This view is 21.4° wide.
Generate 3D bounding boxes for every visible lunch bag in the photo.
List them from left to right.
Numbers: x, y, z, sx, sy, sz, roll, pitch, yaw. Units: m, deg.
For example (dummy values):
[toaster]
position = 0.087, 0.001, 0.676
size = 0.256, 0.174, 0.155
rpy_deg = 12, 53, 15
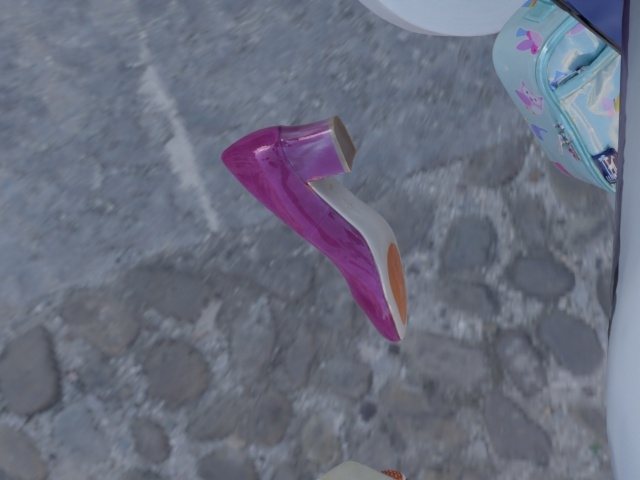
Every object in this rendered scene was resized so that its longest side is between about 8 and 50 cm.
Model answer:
[lunch bag]
position = 0.309, -0.192, 1.631
size = 0.279, 0.108, 0.224
rpy_deg = -43, 127, -9

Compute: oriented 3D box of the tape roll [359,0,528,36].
[tape roll]
position = 0.143, -0.352, 1.747
size = 0.286, 0.100, 0.286
rpy_deg = -1, 97, -11

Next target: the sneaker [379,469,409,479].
[sneaker]
position = 0.032, 0.317, 1.786
size = 0.175, 0.064, 0.067
rpy_deg = -35, 110, -2

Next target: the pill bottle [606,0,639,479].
[pill bottle]
position = 0.155, -0.010, 0.369
size = 0.181, 0.323, 0.182
rpy_deg = 5, 123, 8

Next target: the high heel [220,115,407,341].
[high heel]
position = 0.000, 0.000, 1.586
size = 0.117, 0.082, 0.244
rpy_deg = -13, 122, 19

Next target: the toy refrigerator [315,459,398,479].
[toy refrigerator]
position = 0.057, 0.172, 0.674
size = 0.094, 0.269, 0.102
rpy_deg = -32, 105, -18

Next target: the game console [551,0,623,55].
[game console]
position = 0.246, -0.096, 0.694
size = 0.293, 0.250, 0.173
rpy_deg = 36, 90, -11
